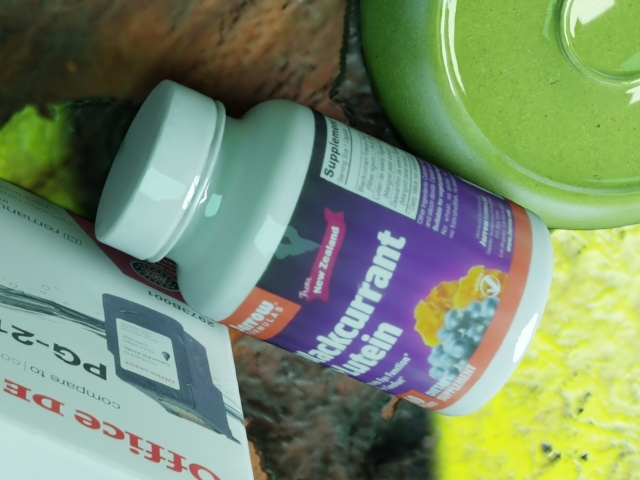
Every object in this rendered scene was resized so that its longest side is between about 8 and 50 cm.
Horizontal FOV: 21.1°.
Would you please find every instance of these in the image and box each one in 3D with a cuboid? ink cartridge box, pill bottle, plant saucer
[{"bbox_3d":[-0.128,0.070,0.735,0.172,0.237,0.100,26,107,-18],"label":"ink cartridge box"},{"bbox_3d":[0.000,0.000,0.794,0.193,0.108,0.108,23,108,-17],"label":"pill bottle"},{"bbox_3d":[0.140,-0.109,0.807,0.241,0.037,0.241,-3,114,-7],"label":"plant saucer"}]
